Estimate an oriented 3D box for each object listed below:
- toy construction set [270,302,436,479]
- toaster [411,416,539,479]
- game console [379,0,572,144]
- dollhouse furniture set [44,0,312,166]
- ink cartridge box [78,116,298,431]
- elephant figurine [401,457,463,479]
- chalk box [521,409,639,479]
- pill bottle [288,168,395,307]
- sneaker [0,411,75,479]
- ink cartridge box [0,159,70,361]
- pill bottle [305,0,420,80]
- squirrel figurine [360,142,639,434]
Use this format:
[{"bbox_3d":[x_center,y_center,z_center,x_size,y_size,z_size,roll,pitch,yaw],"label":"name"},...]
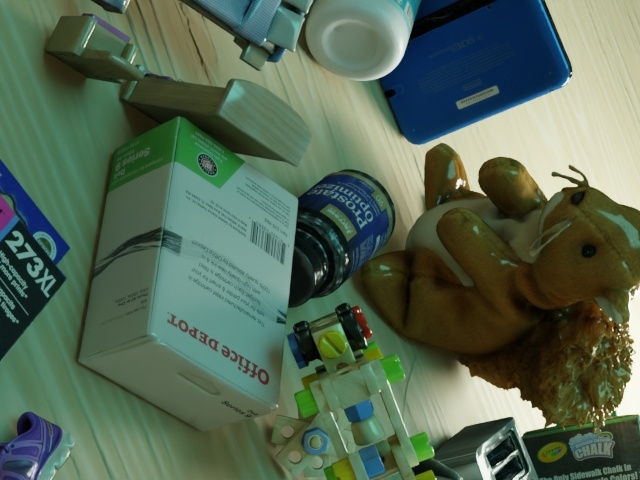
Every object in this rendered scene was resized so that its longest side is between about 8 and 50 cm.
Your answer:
[{"bbox_3d":[0.032,0.190,1.716,0.151,0.328,0.215,-23,93,-15],"label":"toy construction set"},{"bbox_3d":[0.222,0.345,2.070,0.186,0.110,0.168,-24,91,-55],"label":"toaster"},{"bbox_3d":[0.235,-0.315,2.278,0.173,0.293,0.250,-29,96,-55],"label":"game console"},{"bbox_3d":[-0.105,-0.282,1.777,0.286,0.198,0.303,32,77,-41],"label":"dollhouse furniture set"},{"bbox_3d":[-0.144,0.041,1.721,0.211,0.122,0.289,36,46,-38],"label":"ink cartridge box"},{"bbox_3d":[0.125,0.349,1.882,0.239,0.169,0.186,-153,-122,-78],"label":"elephant figurine"},{"bbox_3d":[0.404,0.359,2.212,0.179,0.180,0.288,46,37,-63],"label":"chalk box"},{"bbox_3d":[0.000,0.000,1.940,0.122,0.123,0.219,62,34,-9],"label":"pill bottle"},{"bbox_3d":[-0.302,0.234,1.473,0.071,0.068,0.170,39,33,-14],"label":"sneaker"},{"bbox_3d":[-0.363,0.039,1.482,0.175,0.069,0.371,55,34,-19],"label":"ink cartridge box"},{"bbox_3d":[0.075,-0.365,2.217,0.146,0.146,0.264,48,39,-27],"label":"pill bottle"},{"bbox_3d":[0.316,0.063,2.097,0.281,0.370,0.397,-52,123,-40],"label":"squirrel figurine"}]
